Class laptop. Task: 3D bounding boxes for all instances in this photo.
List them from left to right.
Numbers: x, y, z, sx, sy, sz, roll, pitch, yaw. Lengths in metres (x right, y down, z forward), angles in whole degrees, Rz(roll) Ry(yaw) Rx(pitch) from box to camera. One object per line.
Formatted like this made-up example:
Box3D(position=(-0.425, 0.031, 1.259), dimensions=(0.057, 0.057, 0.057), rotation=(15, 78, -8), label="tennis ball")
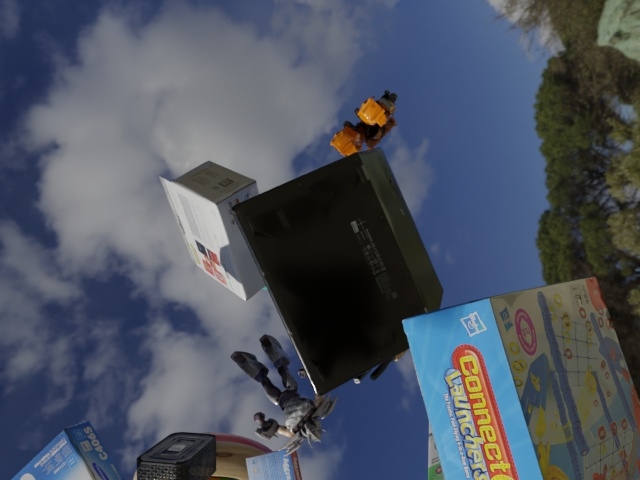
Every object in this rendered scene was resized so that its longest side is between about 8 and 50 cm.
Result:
Box3D(position=(0.071, 0.032, 1.050), dimensions=(0.408, 0.236, 0.382), rotation=(-25, -86, -13), label="laptop")

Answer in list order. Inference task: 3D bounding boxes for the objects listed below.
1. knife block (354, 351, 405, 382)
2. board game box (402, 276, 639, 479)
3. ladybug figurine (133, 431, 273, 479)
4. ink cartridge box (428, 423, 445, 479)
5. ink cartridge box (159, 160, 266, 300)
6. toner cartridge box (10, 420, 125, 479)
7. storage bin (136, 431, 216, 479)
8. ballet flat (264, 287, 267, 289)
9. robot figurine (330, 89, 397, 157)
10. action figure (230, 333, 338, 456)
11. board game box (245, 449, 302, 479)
Box3D(position=(0.189, 0.273, 1.362), dimensions=(0.276, 0.088, 0.242), rotation=(20, -106, -36), label="knife block")
Box3D(position=(0.235, 0.197, 0.492), dimensions=(0.308, 0.086, 0.302), rotation=(-1, -107, -48), label="board game box")
Box3D(position=(-0.294, 0.672, 1.442), dimensions=(0.162, 0.449, 0.305), rotation=(-95, 16, -65), label="ladybug figurine")
Box3D(position=(0.442, 0.617, 1.533), dimensions=(0.121, 0.211, 0.289), rotation=(39, -146, -17), label="ink cartridge box")
Box3D(position=(-0.267, -0.038, 1.343), dimensions=(0.130, 0.272, 0.309), rotation=(-36, -46, -31), label="ink cartridge box")
Box3D(position=(-0.600, 0.571, 1.089), dimensions=(0.165, 0.348, 0.075), rotation=(49, -173, 15), label="toner cartridge box")
Box3D(position=(-0.325, 0.513, 1.156), dimensions=(0.180, 0.122, 0.084), rotation=(9, -99, -78), label="storage bin")
Box3D(position=(-0.184, 0.119, 1.489), dimensions=(0.041, 0.114, 0.041), rotation=(7, -90, -89), label="ballet flat")
Box3D(position=(0.122, -0.288, 1.296), dimensions=(0.085, 0.211, 0.291), rotation=(45, -160, 3), label="robot figurine")
Box3D(position=(-0.079, 0.331, 1.092), dimensions=(0.185, 0.285, 0.099), rotation=(-40, -44, -9), label="action figure")
Box3D(position=(-0.090, 0.634, 1.160), dimensions=(0.027, 0.145, 0.281), rotation=(15, -124, -53), label="board game box")
